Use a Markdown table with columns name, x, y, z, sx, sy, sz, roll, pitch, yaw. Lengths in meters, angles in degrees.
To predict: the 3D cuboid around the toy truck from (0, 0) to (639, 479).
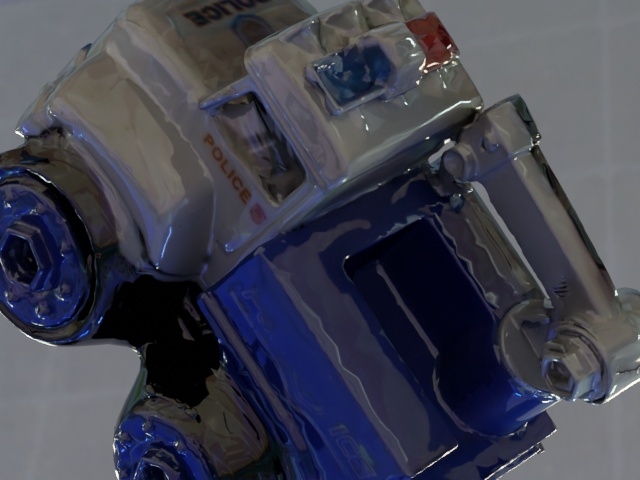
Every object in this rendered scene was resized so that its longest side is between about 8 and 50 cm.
| name | x | y | z | sx | sy | sz | roll | pitch | yaw |
| --- | --- | --- | --- | --- | --- | --- | --- | --- | --- |
| toy truck | 0.000 | 0.000 | 0.636 | 0.161 | 0.177 | 0.213 | -29 | -97 | -40 |
